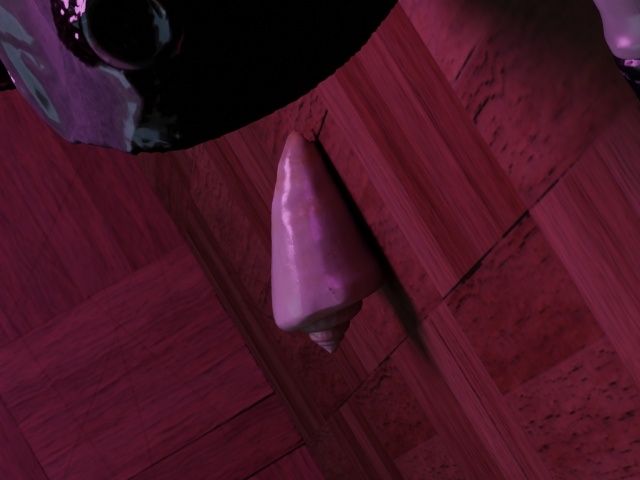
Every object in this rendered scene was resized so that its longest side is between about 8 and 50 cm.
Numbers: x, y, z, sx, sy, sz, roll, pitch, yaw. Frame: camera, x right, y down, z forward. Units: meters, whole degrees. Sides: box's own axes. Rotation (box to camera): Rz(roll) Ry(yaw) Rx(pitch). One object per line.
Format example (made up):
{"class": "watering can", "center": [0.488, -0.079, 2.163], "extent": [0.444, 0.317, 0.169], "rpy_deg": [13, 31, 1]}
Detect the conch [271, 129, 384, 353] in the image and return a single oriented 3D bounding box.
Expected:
{"class": "conch", "center": [-0.010, 0.003, 1.567], "extent": [0.104, 0.094, 0.176], "rpy_deg": [-29, -85, -60]}

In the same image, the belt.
{"class": "belt", "center": [-0.060, -0.157, 0.904], "extent": [0.289, 0.184, 0.164], "rpy_deg": [-70, -39, -62]}

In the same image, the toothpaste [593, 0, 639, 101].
{"class": "toothpaste", "center": [0.158, -0.033, 0.744], "extent": [0.193, 0.045, 0.071], "rpy_deg": [58, 173, -25]}

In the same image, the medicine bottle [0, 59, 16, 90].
{"class": "medicine bottle", "center": [-0.296, -0.337, 1.653], "extent": [0.242, 0.242, 0.395], "rpy_deg": [84, 167, -68]}
